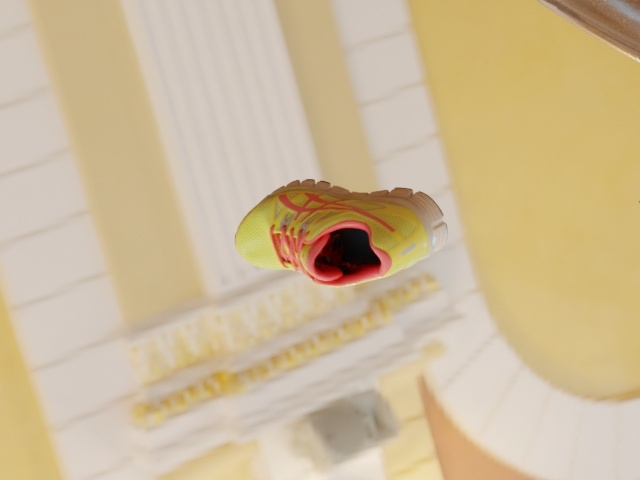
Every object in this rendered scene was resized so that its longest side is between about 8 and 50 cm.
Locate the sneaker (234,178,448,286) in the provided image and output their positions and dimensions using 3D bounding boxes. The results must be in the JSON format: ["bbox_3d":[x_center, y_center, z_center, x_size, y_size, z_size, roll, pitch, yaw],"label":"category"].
[{"bbox_3d":[0.000,0.000,1.497,0.208,0.081,0.094,-5,-155,38],"label":"sneaker"}]

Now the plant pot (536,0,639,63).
[{"bbox_3d":[0.193,-0.234,1.182,0.230,0.215,0.215,19,-160,8],"label":"plant pot"}]
